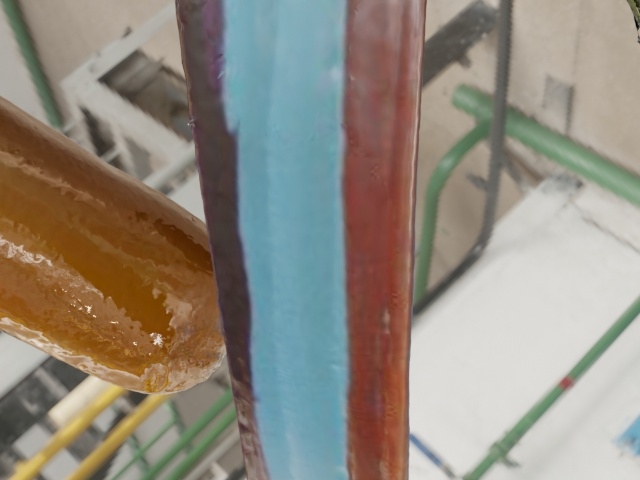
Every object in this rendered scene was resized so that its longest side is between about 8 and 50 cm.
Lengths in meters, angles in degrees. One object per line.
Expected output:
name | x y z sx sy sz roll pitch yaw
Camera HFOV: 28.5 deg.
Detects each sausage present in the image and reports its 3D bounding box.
sausage | -0.161 -0.012 0.643 0.274 0.105 0.105 31 164 -22

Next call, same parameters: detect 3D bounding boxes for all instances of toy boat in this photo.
toy boat | 0.000 0.000 0.438 0.136 0.079 0.392 -101 5 -53

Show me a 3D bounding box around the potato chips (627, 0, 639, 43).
potato chips | 0.215 -0.147 0.704 0.202 0.029 0.220 41 173 20
